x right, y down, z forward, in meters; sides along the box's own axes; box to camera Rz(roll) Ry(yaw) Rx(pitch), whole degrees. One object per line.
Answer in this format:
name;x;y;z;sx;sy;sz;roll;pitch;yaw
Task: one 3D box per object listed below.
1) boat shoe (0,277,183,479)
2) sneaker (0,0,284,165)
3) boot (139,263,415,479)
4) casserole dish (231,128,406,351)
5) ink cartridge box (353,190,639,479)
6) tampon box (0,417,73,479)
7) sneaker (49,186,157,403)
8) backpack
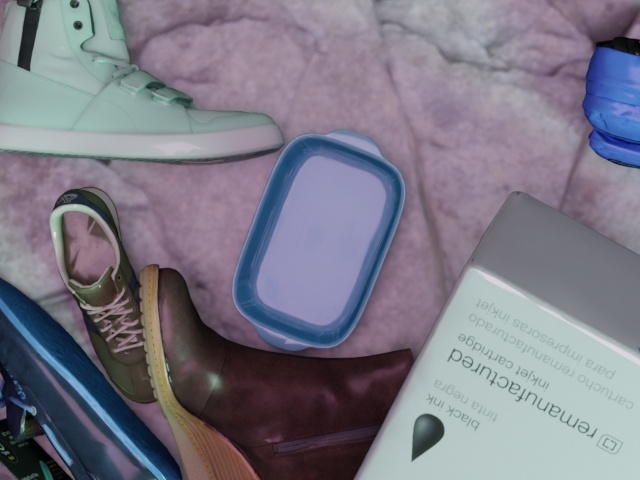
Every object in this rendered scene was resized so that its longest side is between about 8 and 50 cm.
boat shoe;-0.226;0.135;1.587;0.089;0.109;0.258;-44;73;9
sneaker;-0.153;-0.140;1.594;0.256;0.094;0.151;5;88;7
boot;-0.027;0.112;1.569;0.206;0.090;0.248;-16;106;1
casserole dish;0.000;0.000;1.601;0.114;0.037;0.188;22;94;7
ink cartridge box;0.168;0.212;1.435;0.285;0.166;0.395;28;117;7
tampon box;-0.250;0.240;1.596;0.161;0.120;0.101;44;95;6
sneaker;-0.180;0.048;1.601;0.064;0.086;0.192;-20;88;8
backpack;0.254;-0.107;1.520;0.098;0.120;0.101;10;92;7
